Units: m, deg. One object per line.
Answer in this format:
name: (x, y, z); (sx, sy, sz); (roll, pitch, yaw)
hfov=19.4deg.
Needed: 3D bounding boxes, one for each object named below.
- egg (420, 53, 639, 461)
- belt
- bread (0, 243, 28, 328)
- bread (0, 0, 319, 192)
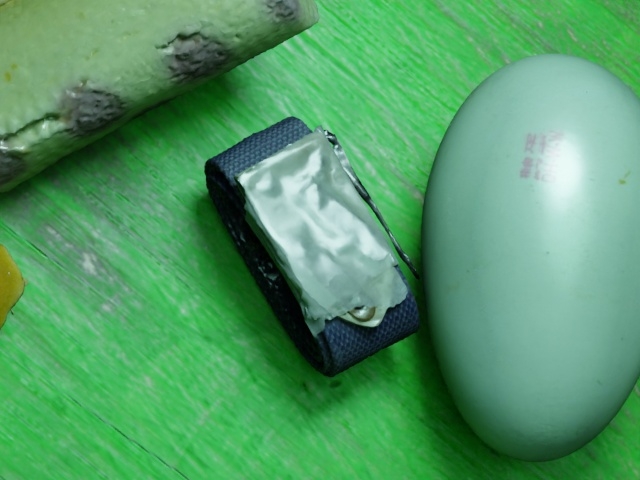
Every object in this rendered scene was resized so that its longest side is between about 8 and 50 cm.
egg: (0.204, 0.014, 1.686); (0.230, 0.230, 0.371); (6, 79, -11)
belt: (0.000, 0.000, 1.692); (0.126, 0.139, 0.230); (-28, 82, -16)
bread: (-0.380, 0.014, 1.618); (0.174, 0.121, 0.245); (-42, 90, -19)
bread: (-0.189, -0.196, 1.646); (0.338, 0.155, 0.187); (-28, 83, 8)
